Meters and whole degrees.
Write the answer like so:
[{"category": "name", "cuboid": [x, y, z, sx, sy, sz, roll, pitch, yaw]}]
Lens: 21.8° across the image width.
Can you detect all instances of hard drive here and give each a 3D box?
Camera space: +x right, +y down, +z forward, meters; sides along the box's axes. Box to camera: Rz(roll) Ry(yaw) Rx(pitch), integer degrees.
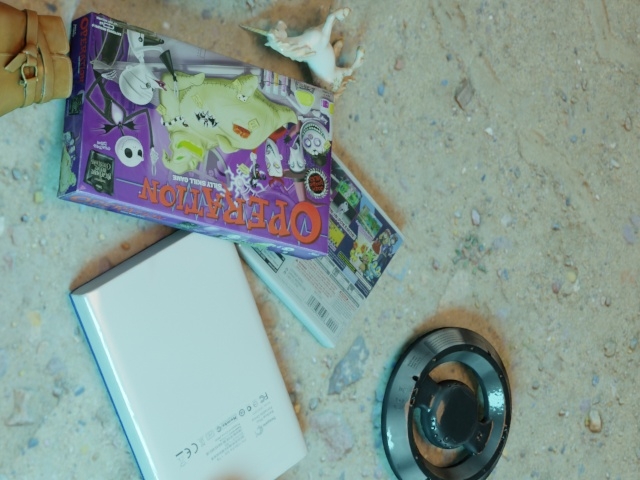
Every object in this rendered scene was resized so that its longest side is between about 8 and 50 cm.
[{"category": "hard drive", "cuboid": [-0.144, 0.156, 1.904, 0.210, 0.040, 0.318, -32, 112, -35]}]

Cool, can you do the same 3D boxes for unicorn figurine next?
[{"category": "unicorn figurine", "cuboid": [-0.004, -0.231, 1.995, 0.111, 0.060, 0.162, -50, 121, -28]}]

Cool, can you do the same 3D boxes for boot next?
[{"category": "boot", "cuboid": [-0.327, -0.149, 1.720, 0.152, 0.073, 0.197, -1, 95, -44]}]

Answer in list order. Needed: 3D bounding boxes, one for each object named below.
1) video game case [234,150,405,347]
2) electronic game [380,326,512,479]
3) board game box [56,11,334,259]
[{"category": "video game case", "cuboid": [0.000, 0.000, 2.034, 0.201, 0.023, 0.183, 48, 63, -30]}, {"category": "electronic game", "cuboid": [0.167, 0.227, 2.166, 0.229, 0.048, 0.229, -3, 95, -40]}, {"category": "board game box", "cuboid": [-0.131, -0.111, 1.871, 0.347, 0.056, 0.208, 14, 75, -38]}]
